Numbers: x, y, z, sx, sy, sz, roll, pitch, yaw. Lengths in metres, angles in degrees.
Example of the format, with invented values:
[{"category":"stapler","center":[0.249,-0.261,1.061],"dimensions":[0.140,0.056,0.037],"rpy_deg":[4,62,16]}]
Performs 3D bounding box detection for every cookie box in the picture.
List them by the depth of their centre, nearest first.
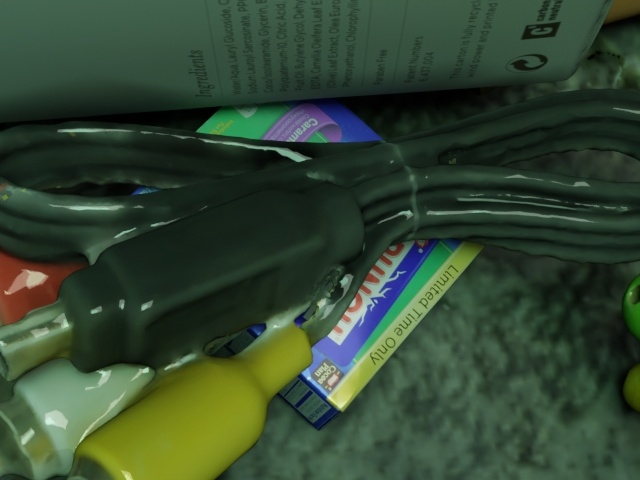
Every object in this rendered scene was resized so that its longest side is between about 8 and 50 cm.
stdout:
[{"category":"cookie box","center":[-0.007,0.000,0.418],"dimensions":[0.107,0.040,0.092],"rpy_deg":[41,69,3]}]

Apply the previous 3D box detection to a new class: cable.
[{"category":"cable","center":[0.000,0.000,0.381],"dimensions":[0.287,0.072,0.139],"rpy_deg":[-18,50,-29]}]

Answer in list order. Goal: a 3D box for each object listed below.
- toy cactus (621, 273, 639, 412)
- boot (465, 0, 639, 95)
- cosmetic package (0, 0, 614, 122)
[{"category":"toy cactus","center":[0.201,0.082,0.367],"dimensions":[0.112,0.180,0.219],"rpy_deg":[-27,84,-38]},{"category":"boot","center":[0.119,-0.106,0.462],"dimensions":[0.152,0.073,0.197],"rpy_deg":[-41,73,-19]},{"category":"cosmetic package","center":[-0.096,-0.151,0.361],"dimensions":[0.365,0.155,0.197],"rpy_deg":[-6,71,-4]}]
